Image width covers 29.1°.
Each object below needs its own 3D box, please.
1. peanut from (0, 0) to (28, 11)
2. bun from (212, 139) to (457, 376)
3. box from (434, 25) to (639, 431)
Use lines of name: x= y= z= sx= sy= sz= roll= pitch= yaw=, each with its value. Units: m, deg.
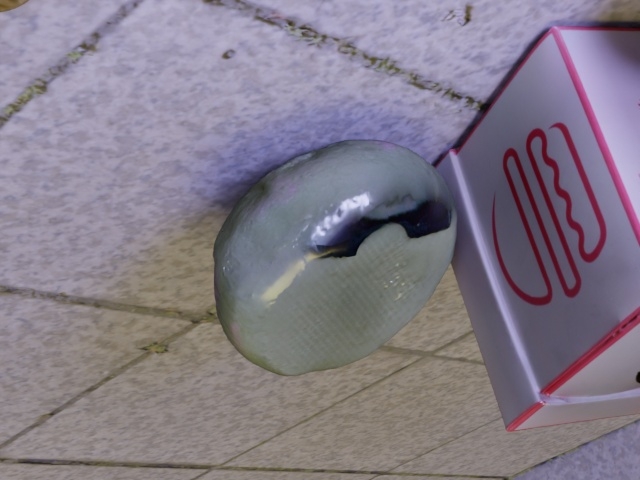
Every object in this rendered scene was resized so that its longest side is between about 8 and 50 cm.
peanut: x=-0.188 y=-0.201 z=0.810 sx=0.193 sy=0.089 sz=0.089 roll=-17 pitch=156 yaw=2
bun: x=0.000 y=0.000 z=1.276 sx=0.283 sy=0.179 sz=0.283 roll=-26 pitch=146 yaw=-19
box: x=0.335 y=-0.013 z=1.267 sx=0.314 sy=0.312 sz=0.300 roll=-4 pitch=152 yaw=-24
